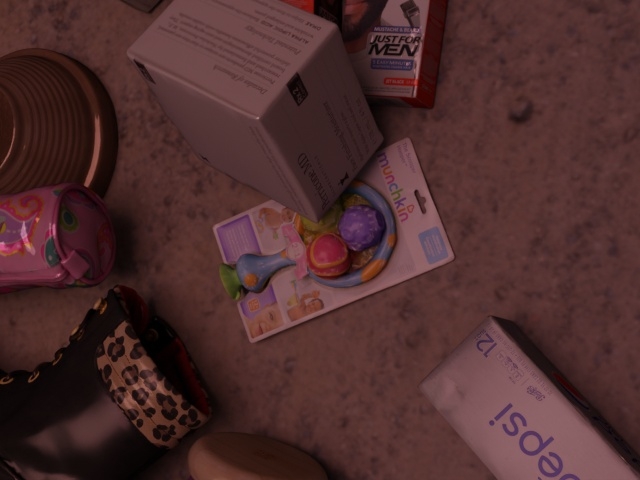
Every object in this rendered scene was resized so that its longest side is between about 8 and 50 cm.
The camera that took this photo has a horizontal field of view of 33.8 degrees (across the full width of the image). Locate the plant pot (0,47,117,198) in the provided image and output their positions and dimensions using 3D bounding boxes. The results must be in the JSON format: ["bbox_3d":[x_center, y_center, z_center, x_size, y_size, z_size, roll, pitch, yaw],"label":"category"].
[{"bbox_3d":[-0.363,-0.114,1.220,0.237,0.110,0.237,-2,84,24],"label":"plant pot"}]

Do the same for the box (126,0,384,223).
[{"bbox_3d":[-0.059,-0.138,1.017,0.182,0.181,0.119,29,73,31],"label":"box"}]

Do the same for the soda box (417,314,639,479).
[{"bbox_3d":[0.220,0.202,0.924,0.098,0.091,0.286,-47,68,12],"label":"soda box"}]

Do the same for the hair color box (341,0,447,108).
[{"bbox_3d":[0.074,-0.222,1.061,0.093,0.053,0.167,6,86,26],"label":"hair color box"}]

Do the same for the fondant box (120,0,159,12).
[{"bbox_3d":[-0.165,-0.458,1.175,0.330,0.096,0.238,-41,69,14],"label":"fondant box"}]

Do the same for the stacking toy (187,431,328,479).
[{"bbox_3d":[-0.098,0.366,1.040,0.141,0.141,0.330,18,98,25],"label":"stacking toy"}]

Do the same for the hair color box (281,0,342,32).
[{"bbox_3d":[-0.010,-0.256,1.093,0.043,0.072,0.141,-4,83,25],"label":"hair color box"}]

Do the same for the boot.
[{"bbox_3d":[-0.301,0.155,1.146,0.284,0.138,0.377,-42,55,6],"label":"boot"}]

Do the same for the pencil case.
[{"bbox_3d":[-0.368,0.014,1.150,0.284,0.124,0.124,-9,80,19],"label":"pencil case"}]

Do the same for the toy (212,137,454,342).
[{"bbox_3d":[0.000,0.000,1.068,0.237,0.056,0.137,-24,75,20],"label":"toy"}]
